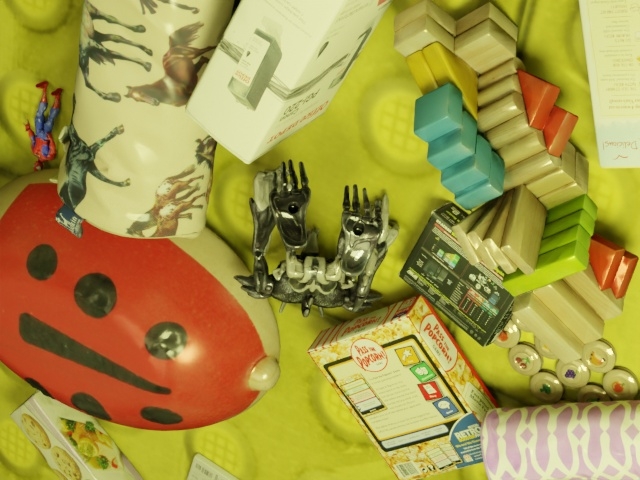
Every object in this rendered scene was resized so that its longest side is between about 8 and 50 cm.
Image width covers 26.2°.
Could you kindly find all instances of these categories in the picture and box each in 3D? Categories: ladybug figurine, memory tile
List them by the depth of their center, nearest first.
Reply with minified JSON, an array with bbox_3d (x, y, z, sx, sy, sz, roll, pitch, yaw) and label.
[{"bbox_3d":[0.246,0.120,1.405,0.113,0.012,0.148,-38,90,39],"label":"memory tile"},{"bbox_3d":[-0.253,0.084,1.609,0.449,0.162,0.305,18,121,24],"label":"ladybug figurine"}]

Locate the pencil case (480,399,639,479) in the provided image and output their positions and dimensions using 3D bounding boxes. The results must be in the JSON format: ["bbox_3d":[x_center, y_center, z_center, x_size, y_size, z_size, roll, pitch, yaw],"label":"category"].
[{"bbox_3d":[0.262,0.205,1.372,0.206,0.086,0.088,-4,106,23],"label":"pencil case"}]

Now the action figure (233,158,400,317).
[{"bbox_3d":[0.000,0.000,1.423,0.164,0.141,0.276,13,163,-3],"label":"action figure"}]

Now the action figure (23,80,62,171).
[{"bbox_3d":[-0.330,-0.131,1.638,0.038,0.030,0.115,23,126,15],"label":"action figure"}]

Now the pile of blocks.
[{"bbox_3d":[0.187,-0.066,1.263,0.112,0.149,0.362,-26,97,39],"label":"pile of blocks"}]

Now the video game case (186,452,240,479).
[{"bbox_3d":[-0.137,0.337,1.757,0.087,0.011,0.122,30,125,16],"label":"video game case"}]

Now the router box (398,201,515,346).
[{"bbox_3d":[0.149,0.034,1.399,0.122,0.038,0.092,41,129,18],"label":"router box"}]

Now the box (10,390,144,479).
[{"bbox_3d":[-0.276,0.326,1.806,0.067,0.063,0.324,-37,91,40],"label":"box"}]

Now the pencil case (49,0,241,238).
[{"bbox_3d":[-0.180,-0.200,1.411,0.183,0.160,0.410,15,119,7],"label":"pencil case"}]

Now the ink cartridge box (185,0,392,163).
[{"bbox_3d":[-0.020,-0.198,1.322,0.092,0.158,0.218,41,129,8],"label":"ink cartridge box"}]

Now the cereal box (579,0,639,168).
[{"bbox_3d":[0.314,-0.180,1.190,0.173,0.047,0.240,2,114,32],"label":"cereal box"}]

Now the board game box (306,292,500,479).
[{"bbox_3d":[0.098,0.163,1.481,0.147,0.045,0.193,-22,109,38],"label":"board game box"}]
